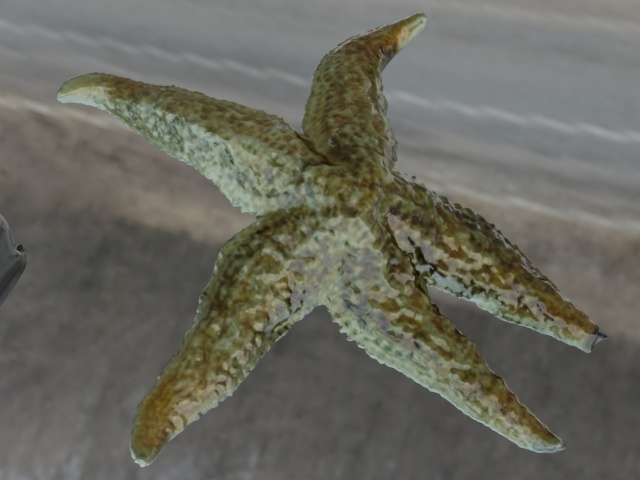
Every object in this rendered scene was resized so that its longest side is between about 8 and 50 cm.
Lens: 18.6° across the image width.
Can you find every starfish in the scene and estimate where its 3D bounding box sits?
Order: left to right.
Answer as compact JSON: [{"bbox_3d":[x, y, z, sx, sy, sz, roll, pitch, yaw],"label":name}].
[{"bbox_3d":[0.000,-0.001,0.699,0.223,0.217,0.050,29,157,9],"label":"starfish"}]

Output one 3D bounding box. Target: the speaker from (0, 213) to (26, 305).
[{"bbox_3d":[-0.331,0.074,0.979,0.180,0.388,0.184,-8,125,32],"label":"speaker"}]
